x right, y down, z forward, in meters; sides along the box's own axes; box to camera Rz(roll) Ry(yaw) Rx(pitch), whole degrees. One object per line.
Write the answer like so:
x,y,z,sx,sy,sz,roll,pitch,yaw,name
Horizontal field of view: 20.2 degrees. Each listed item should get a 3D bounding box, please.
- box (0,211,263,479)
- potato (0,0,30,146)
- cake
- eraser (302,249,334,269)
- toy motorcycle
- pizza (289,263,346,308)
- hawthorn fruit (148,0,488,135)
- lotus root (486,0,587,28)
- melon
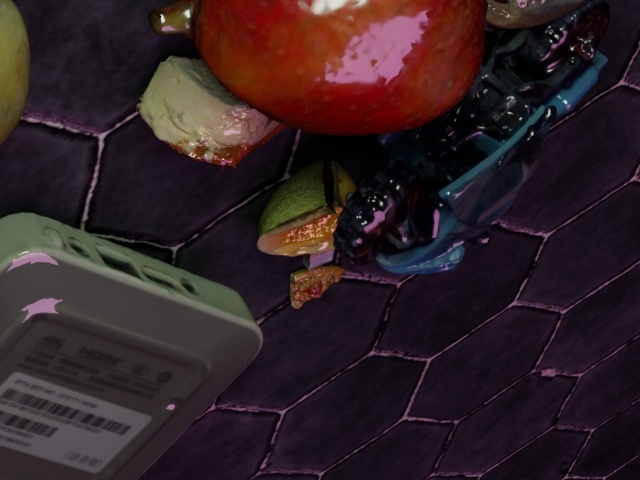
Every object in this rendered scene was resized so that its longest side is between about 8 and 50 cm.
-0.292,0.157,1.939,0.367,0.090,0.373,22,120,-44,box
-0.377,-0.105,1.427,0.218,0.202,0.351,-26,169,-48,potato
-0.062,-0.128,1.787,0.220,0.117,0.086,-2,131,-43,cake
0.000,0.000,2.136,0.038,0.019,0.083,-23,149,-23,eraser
0.171,-0.109,2.027,0.416,0.172,0.232,-46,158,-10,toy motorcycle
-0.008,0.061,2.211,0.083,0.025,0.078,-9,140,-39,pizza
0.001,-0.213,1.603,0.307,0.265,0.265,-16,147,-16,hawthorn fruit
0.245,-0.286,1.901,0.192,0.088,0.113,-18,140,-29,lotus root
-0.021,-0.037,2.011,0.128,0.079,0.160,-21,163,7,melon
